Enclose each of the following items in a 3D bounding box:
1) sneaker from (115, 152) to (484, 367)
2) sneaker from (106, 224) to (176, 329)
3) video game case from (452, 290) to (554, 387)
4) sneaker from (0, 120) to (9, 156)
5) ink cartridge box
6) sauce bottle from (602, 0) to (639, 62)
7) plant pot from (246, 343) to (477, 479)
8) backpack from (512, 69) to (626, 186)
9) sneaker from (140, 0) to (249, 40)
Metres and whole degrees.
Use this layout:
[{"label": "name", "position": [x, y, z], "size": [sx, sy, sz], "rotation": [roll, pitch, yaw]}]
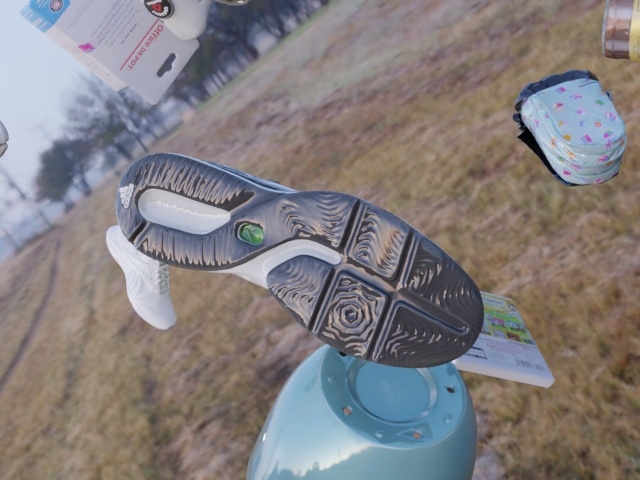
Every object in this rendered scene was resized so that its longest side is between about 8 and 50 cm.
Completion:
[{"label": "sneaker", "position": [0.000, -0.001, 1.206], "size": [0.257, 0.447, 0.169], "rotation": [-22, -46, -73]}, {"label": "sneaker", "position": [-0.218, 0.041, 1.251], "size": [0.061, 0.152, 0.054], "rotation": [-26, -1, 25]}, {"label": "video game case", "position": [0.288, 0.161, 1.742], "size": [0.026, 0.227, 0.206], "rotation": [-57, 34, 30]}, {"label": "sneaker", "position": [-0.383, -0.071, 0.971], "size": [0.170, 0.063, 0.075], "rotation": [-30, -2, 34]}, {"label": "ink cartridge box", "position": [-0.247, -0.251, 1.164], "size": [0.104, 0.181, 0.061], "rotation": [-56, 23, -14]}, {"label": "sauce bottle", "position": [0.529, -0.265, 1.208], "size": [0.344, 0.111, 0.111], "rotation": [8, 30, 22]}, {"label": "plant pot", "position": [0.067, 0.251, 1.248], "size": [0.293, 0.293, 0.235], "rotation": [-44, -22, -42]}, {"label": "backpack", "position": [0.390, -0.172, 1.508], "size": [0.152, 0.182, 0.115], "rotation": [-18, -34, 1]}, {"label": "sneaker", "position": [-0.114, -0.355, 1.137], "size": [0.122, 0.146, 0.330], "rotation": [0, 45, 37]}]
